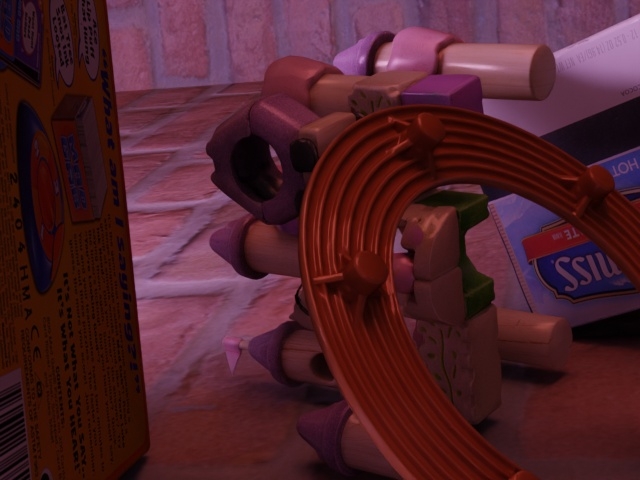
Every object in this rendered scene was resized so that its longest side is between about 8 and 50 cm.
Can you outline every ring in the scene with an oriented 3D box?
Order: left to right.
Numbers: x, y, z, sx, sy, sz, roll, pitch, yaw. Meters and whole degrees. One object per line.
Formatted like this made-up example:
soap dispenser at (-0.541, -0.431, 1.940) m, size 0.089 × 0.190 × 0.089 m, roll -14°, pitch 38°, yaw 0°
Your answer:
ring at (0.137, 0.048, 0.787) m, size 0.337 × 0.336 × 0.032 m, roll -21°, pitch -20°, yaw -46°

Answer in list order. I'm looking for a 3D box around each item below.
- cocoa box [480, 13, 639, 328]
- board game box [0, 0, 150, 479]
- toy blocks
cocoa box at (0.332, -0.089, 1.143) m, size 0.347 × 0.228 × 0.231 m, roll -21°, pitch 1°, yaw 42°
board game box at (-0.332, 0.007, 0.843) m, size 0.356 × 0.356 × 0.356 m, roll -5°, pitch 3°, yaw 7°
toy blocks at (0.000, 0.000, 1.018) m, size 0.260 × 0.288 × 0.309 m, roll 8°, pitch 24°, yaw 37°
